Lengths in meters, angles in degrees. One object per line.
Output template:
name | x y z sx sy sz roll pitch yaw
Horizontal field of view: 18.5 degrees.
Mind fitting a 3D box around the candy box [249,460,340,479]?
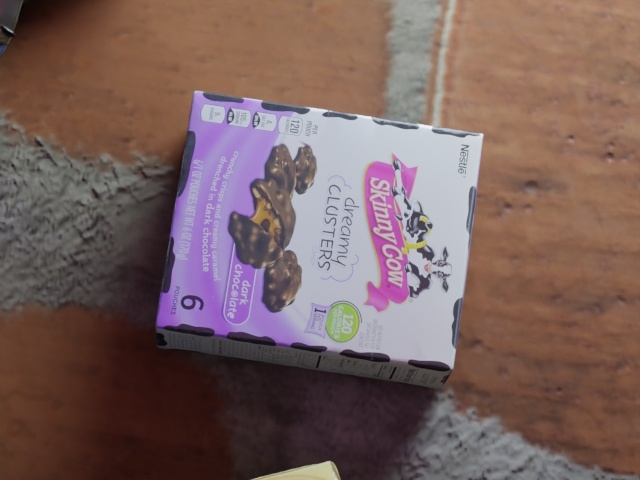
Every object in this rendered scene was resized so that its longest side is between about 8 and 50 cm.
candy box | 0.013 0.295 1.086 0.087 0.183 0.316 -12 35 -6

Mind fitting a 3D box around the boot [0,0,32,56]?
boot | -0.218 -0.159 1.341 0.219 0.082 0.106 -4 98 -8

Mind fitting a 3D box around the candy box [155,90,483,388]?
candy box | 0.000 0.000 1.300 0.196 0.070 0.165 8 75 -1
